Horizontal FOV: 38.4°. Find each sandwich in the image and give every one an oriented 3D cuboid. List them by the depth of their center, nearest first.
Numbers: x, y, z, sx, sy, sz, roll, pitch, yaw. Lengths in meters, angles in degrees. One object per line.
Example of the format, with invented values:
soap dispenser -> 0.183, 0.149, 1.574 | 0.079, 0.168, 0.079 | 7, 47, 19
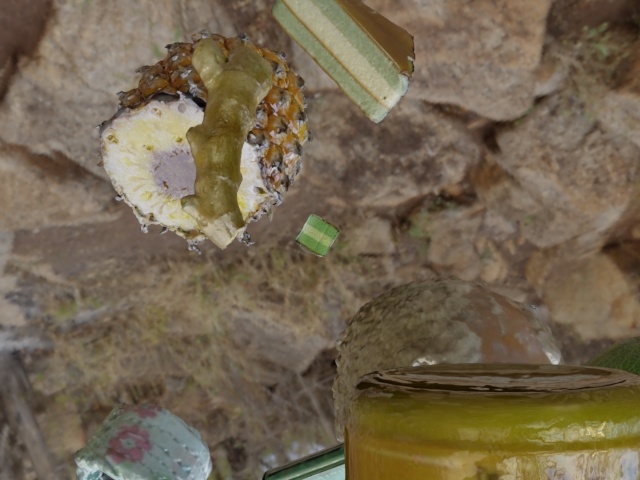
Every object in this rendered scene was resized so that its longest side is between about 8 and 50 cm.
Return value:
sandwich -> 0.023, -0.226, 1.054 | 0.079, 0.163, 0.113 | -47, -156, 33
sandwich -> 0.000, 0.000, 1.969 | 0.074, 0.074, 0.116 | -59, 168, -6

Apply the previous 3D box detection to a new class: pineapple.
pineapple -> -0.185, -0.182, 1.563 | 0.352, 0.352, 0.300 | -27, -159, 31

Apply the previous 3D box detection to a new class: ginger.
ginger -> -0.125, -0.134, 1.243 | 0.117, 0.299, 0.065 | 7, 162, -15

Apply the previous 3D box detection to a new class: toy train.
toy train -> 0.013, 0.239, 0.921 | 0.147, 0.071, 0.038 | -26, -156, 23

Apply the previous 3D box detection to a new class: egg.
egg -> 0.146, 0.171, 1.052 | 0.279, 0.279, 0.310 | -23, -168, -24

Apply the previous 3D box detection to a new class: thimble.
thimble -> -0.288, 0.368, 1.475 | 0.185, 0.211, 0.149 | -22, -154, 39

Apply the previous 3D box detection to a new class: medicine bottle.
medicine bottle -> 0.128, 0.284, 0.632 | 0.224, 0.385, 0.224 | 0, 178, 0

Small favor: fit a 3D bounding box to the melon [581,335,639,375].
melon -> 0.477, 0.197, 1.239 | 0.169, 0.265, 0.129 | -50, 152, -23
